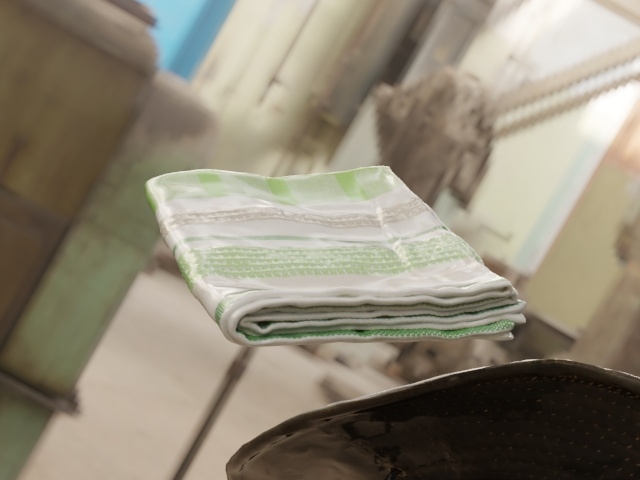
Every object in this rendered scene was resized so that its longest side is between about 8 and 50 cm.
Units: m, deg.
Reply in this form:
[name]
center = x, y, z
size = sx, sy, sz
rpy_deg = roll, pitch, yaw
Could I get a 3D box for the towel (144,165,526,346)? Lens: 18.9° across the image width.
[towel]
center = 0.000, 0.000, 0.728
size = 0.113, 0.023, 0.152
rpy_deg = 0, 21, -17

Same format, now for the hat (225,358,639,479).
[hat]
center = 0.099, 0.179, 0.857
size = 0.331, 0.134, 0.331
rpy_deg = 11, -28, 6
